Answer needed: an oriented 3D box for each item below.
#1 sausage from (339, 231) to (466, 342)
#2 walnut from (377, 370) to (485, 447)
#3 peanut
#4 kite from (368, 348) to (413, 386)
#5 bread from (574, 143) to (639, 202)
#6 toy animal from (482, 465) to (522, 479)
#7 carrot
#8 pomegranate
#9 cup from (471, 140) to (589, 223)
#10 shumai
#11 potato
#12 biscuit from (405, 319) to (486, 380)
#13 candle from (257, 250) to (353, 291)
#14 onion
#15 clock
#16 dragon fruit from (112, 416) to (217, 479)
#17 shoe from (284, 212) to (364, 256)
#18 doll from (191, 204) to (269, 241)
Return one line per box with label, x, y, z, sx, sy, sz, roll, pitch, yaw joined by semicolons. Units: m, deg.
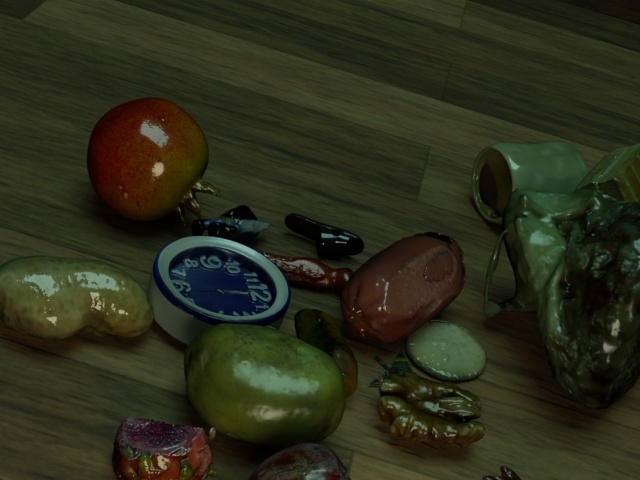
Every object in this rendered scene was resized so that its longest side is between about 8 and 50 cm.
sausage;0.146;0.078;1.759;0.152;0.152;0.279;34;41;24
walnut;0.167;0.269;1.577;0.170;0.069;0.143;15;33;-4
peanut;-0.381;0.093;1.564;0.253;0.122;0.137;2;54;-25
kite;0.124;0.218;1.686;0.090;0.004;0.122;33;38;22
bread;0.654;-0.057;2.103;0.239;0.111;0.246;-38;103;-48
toy animal;0.278;0.415;1.375;0.298;0.122;0.185;18;23;-10
carrot;0.009;0.179;1.629;0.082;0.082;0.173;3;37;-18
pomegranate;-0.295;-0.134;1.831;0.256;0.221;0.221;35;36;-1
cup;0.458;-0.097;2.112;0.202;0.173;0.255;-3;38;-23
shumai;0.453;0.047;1.748;0.348;0.395;0.395;35;39;26
potato;-0.084;0.212;1.487;0.228;0.148;0.197;4;49;-14
biscuit;0.216;0.187;1.753;0.152;0.020;0.152;10;35;-7
candle;-0.077;0.046;1.808;0.329;0.048;0.051;12;43;-5
onion;-0.044;0.354;1.323;0.195;0.159;0.159;-22;40;3
clock;-0.168;0.088;1.673;0.230;0.083;0.230;16;29;-9
dragon fruit;-0.218;0.300;1.358;0.147;0.102;0.096;8;27;6
shoe;0.000;0.000;1.898;0.159;0.062;0.053;24;48;10
doll;-0.155;-0.029;1.851;0.096;0.070;0.195;13;11;27
